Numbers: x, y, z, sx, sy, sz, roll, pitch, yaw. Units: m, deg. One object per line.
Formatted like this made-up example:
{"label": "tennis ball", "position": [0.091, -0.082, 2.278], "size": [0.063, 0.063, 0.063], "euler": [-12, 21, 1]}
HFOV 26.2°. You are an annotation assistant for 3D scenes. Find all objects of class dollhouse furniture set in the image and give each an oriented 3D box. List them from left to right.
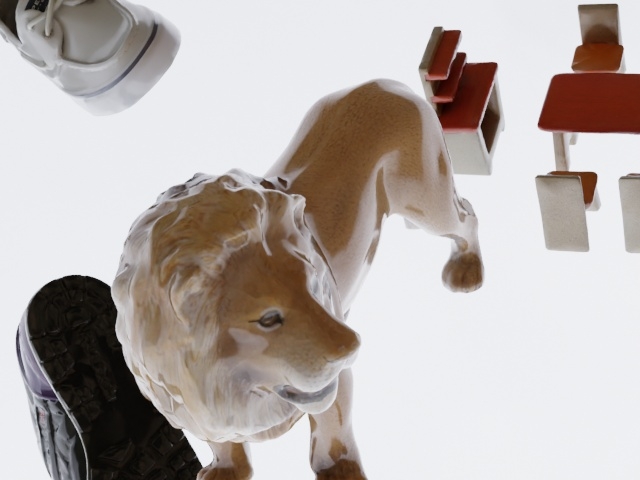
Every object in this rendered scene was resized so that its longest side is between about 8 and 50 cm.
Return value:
{"label": "dollhouse furniture set", "position": [0.234, -0.130, 1.307], "size": [0.259, 0.135, 0.262], "euler": [3, -133, 21]}

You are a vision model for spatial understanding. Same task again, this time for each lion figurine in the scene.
{"label": "lion figurine", "position": [0.000, 0.000, 0.800], "size": [0.142, 0.240, 0.392], "euler": [3, -146, 17]}

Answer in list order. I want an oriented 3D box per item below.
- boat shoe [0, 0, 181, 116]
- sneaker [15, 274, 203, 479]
{"label": "boat shoe", "position": [-0.204, -0.175, 1.118], "size": [0.096, 0.088, 0.267], "euler": [-53, -146, -2]}
{"label": "sneaker", "position": [-0.167, 0.174, 1.092], "size": [0.107, 0.124, 0.283], "euler": [-12, -102, -28]}
